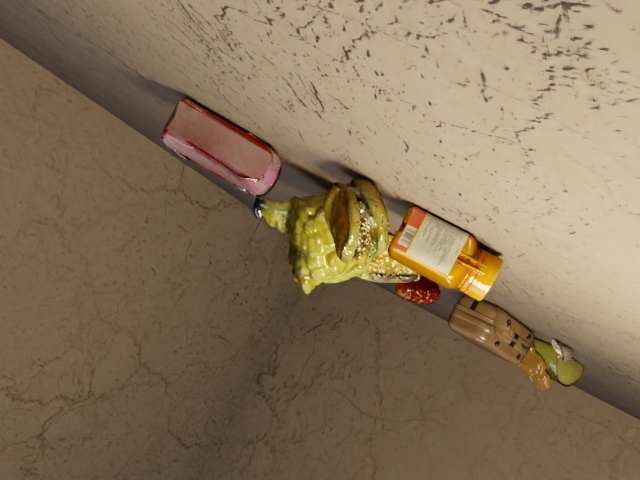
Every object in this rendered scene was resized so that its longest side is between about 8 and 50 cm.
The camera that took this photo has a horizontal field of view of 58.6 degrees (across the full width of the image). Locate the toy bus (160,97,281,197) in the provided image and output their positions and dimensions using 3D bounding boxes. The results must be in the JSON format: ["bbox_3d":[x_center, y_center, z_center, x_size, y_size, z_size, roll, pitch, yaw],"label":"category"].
[{"bbox_3d":[-0.242,-0.226,1.423,0.302,0.127,0.147,30,172,-3],"label":"toy bus"}]

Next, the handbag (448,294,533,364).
[{"bbox_3d":[0.585,0.309,2.052,0.302,0.149,0.283,31,173,-37],"label":"handbag"}]

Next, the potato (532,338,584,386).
[{"bbox_3d":[0.859,0.459,2.238,0.269,0.112,0.255,36,173,-40],"label":"potato"}]

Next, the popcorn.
[{"bbox_3d":[0.008,-0.002,1.478,0.237,0.293,0.293,-20,-150,-36],"label":"popcorn"}]

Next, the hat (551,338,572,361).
[{"bbox_3d":[0.818,0.364,1.921,0.087,0.042,0.058,63,179,12],"label":"hat"}]

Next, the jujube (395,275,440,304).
[{"bbox_3d":[0.366,0.183,2.152,0.176,0.109,0.112,13,162,-24],"label":"jujube"}]

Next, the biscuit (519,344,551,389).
[{"bbox_3d":[0.784,0.451,2.150,0.144,0.040,0.236,110,137,-69],"label":"biscuit"}]

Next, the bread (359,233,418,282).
[{"bbox_3d":[0.154,0.042,1.745,0.262,0.163,0.204,7,179,-13],"label":"bread"}]

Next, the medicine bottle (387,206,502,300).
[{"bbox_3d":[0.262,0.031,1.215,0.222,0.112,0.149,29,175,9],"label":"medicine bottle"}]

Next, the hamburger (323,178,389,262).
[{"bbox_3d":[0.082,-0.043,1.201,0.113,0.177,0.185,-1,179,-20],"label":"hamburger"}]

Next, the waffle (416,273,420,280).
[{"bbox_3d":[0.266,0.074,2.012,0.249,0.056,0.253,30,174,-14],"label":"waffle"}]
